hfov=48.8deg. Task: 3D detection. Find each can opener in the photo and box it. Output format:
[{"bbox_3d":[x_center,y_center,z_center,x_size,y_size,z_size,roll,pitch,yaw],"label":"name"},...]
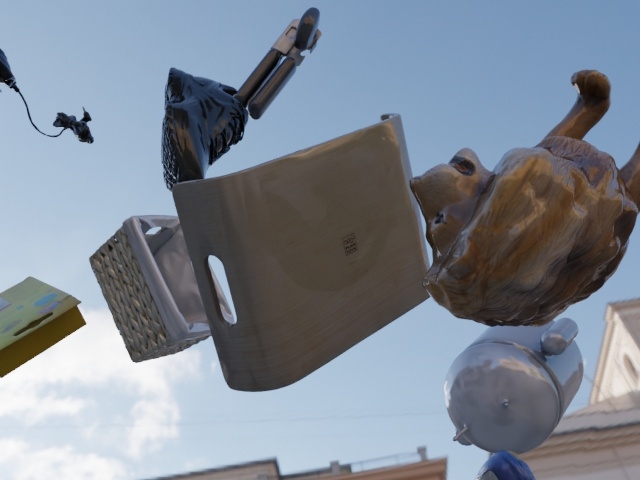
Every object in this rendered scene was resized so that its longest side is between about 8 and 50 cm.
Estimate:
[{"bbox_3d":[-0.086,-0.379,1.466,0.076,0.283,0.095,28,-28,7],"label":"can opener"}]

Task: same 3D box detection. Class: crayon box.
[{"bbox_3d":[-0.640,0.182,1.507,0.202,0.318,0.081,-34,-64,-30],"label":"crayon box"}]

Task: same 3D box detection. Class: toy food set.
[{"bbox_3d":[0.000,0.000,0.770,0.306,0.092,0.220,-26,-70,-40],"label":"toy food set"}]

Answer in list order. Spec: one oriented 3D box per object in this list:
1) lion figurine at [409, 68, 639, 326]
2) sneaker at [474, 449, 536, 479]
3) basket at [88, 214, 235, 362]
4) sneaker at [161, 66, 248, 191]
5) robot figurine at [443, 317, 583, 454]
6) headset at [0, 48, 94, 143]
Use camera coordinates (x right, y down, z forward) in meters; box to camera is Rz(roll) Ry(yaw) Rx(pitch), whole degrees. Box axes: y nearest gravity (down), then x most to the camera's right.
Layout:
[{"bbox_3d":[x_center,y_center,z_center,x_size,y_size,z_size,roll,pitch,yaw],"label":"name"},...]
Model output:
[{"bbox_3d":[0.203,0.005,0.627,0.240,0.142,0.392,-56,-29,-8],"label":"lion figurine"},{"bbox_3d":[0.193,0.406,0.906,0.131,0.112,0.296,-1,-67,-22],"label":"sneaker"},{"bbox_3d":[-0.204,0.063,0.899,0.103,0.167,0.113,-34,-14,23],"label":"basket"},{"bbox_3d":[-0.171,-0.170,1.049,0.130,0.286,0.109,5,-49,-12],"label":"sneaker"},{"bbox_3d":[0.350,0.253,1.272,0.353,0.200,0.300,-23,-32,-54],"label":"robot figurine"},{"bbox_3d":[-0.597,-0.238,1.214,0.394,0.185,0.243,8,-71,-51],"label":"headset"}]
